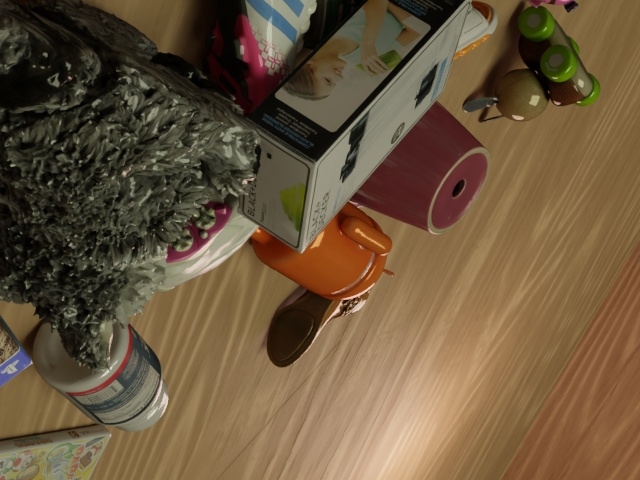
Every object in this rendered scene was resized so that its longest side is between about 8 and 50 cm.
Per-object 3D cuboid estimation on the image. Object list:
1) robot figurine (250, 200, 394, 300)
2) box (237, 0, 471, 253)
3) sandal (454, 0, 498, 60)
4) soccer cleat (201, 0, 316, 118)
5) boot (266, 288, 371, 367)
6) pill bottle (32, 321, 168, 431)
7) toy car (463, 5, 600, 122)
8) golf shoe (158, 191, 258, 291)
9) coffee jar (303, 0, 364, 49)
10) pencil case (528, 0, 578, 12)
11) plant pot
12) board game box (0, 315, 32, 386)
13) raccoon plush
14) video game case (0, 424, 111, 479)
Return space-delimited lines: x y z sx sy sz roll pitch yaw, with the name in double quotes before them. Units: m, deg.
"robot figurine" -0.001 0.000 1.321 0.158 0.128 0.219 -39 135 19
"box" 0.035 -0.143 1.085 0.290 0.087 0.169 -48 164 -29
"sandal" 0.129 -0.260 1.290 0.265 0.102 0.076 -42 128 -34
"soccer cleat" -0.043 -0.234 1.025 0.143 0.116 0.331 -26 142 -20
"boot" 0.010 0.106 1.547 0.197 0.073 0.152 -57 156 11
"pill bottle" -0.240 0.150 1.171 0.108 0.108 0.180 -47 152 -14
"toy car" 0.315 -0.247 1.608 0.188 0.149 0.155 -32 155 21
"golf shoe" -0.103 -0.052 1.184 0.306 0.115 0.140 -35 162 -29
"coffee jar" 0.040 -0.285 1.150 0.184 0.079 0.096 -32 146 -36
"pencil case" 0.337 -0.428 1.442 0.098 0.095 0.209 -28 143 -14
"plant pot" 0.114 -0.108 1.352 0.201 0.180 0.201 -36 146 -29
"board game box" -0.397 0.056 0.762 0.232 0.141 0.291 -38 149 -12
"raccoon plush" -0.260 -0.049 0.848 0.299 0.216 0.446 -54 147 12
"video game case" -0.375 0.331 1.251 0.206 0.026 0.227 4 118 -58
